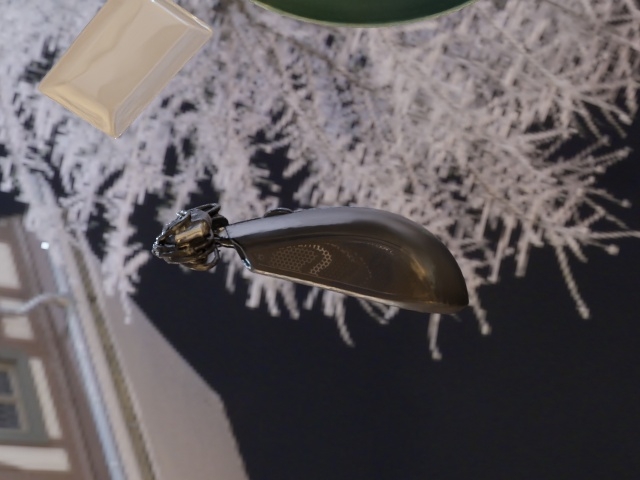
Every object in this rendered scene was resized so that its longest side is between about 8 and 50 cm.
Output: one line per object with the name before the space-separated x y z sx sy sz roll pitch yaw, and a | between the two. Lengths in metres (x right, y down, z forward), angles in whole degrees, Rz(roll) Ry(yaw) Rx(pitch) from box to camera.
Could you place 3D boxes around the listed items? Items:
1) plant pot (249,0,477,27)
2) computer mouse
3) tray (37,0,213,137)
plant pot | 0.035 -0.341 1.018 0.293 0.293 0.196 -26 -127 44
computer mouse | 0.000 0.000 1.041 0.188 0.272 0.072 -99 -158 -83
tray | -0.286 -0.268 1.778 0.270 0.145 0.030 -40 -153 36
